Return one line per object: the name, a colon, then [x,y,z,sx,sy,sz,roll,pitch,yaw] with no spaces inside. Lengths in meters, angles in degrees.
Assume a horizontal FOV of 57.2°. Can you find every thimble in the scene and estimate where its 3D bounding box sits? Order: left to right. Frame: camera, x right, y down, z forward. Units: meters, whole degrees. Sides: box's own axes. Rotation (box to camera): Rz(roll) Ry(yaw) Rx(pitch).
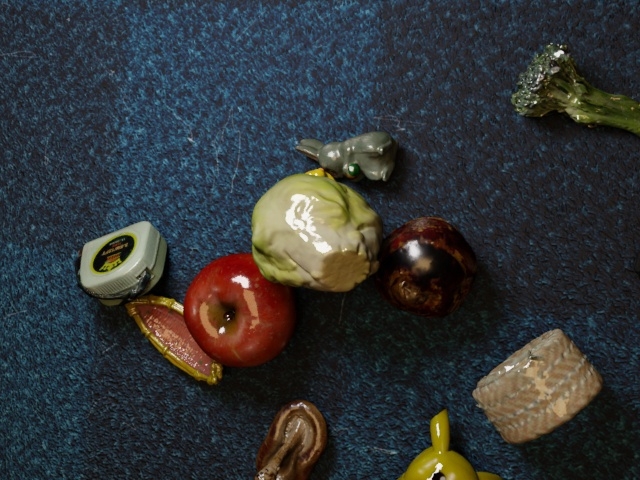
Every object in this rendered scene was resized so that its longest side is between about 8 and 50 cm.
thimble: [0.440,0.295,1.203,0.148,0.196,0.229,53,130,12]

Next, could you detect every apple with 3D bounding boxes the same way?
apple: [-0.178,0.157,1.339,0.260,0.216,0.261,0,90,14]

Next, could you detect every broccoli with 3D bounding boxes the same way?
broccoli: [0.560,-0.293,1.228,0.303,0.145,0.165,22,98,1]

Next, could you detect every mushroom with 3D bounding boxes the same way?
mushroom: [-0.081,0.479,1.305,0.147,0.217,0.227,20,93,14]

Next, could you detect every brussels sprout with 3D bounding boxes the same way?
brussels sprout: [-0.011,-0.007,1.206,0.273,0.317,0.243,26,105,-1]

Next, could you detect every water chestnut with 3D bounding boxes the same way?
water chestnut: [0.226,0.051,1.267,0.223,0.238,0.224,3,129,4]

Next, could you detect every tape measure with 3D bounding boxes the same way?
tape measure: [-0.498,0.075,1.441,0.235,0.115,0.207,-20,45,12]

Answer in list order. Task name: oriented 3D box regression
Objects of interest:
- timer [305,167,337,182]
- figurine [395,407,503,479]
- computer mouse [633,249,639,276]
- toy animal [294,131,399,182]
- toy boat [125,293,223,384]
timer: [-0.009,-0.112,1.359,0.107,0.109,0.107,0,89,14]
figurine: [0.236,0.559,1.258,0.218,0.169,0.327,40,100,-4]
computer mouse: [0.750,0.076,1.191,0.217,0.073,0.122,44,96,17]
toy animal: [0.065,-0.193,1.362,0.236,0.138,0.108,5,128,36]
toy boat: [-0.349,0.234,1.441,0.317,0.099,0.141,37,98,15]
